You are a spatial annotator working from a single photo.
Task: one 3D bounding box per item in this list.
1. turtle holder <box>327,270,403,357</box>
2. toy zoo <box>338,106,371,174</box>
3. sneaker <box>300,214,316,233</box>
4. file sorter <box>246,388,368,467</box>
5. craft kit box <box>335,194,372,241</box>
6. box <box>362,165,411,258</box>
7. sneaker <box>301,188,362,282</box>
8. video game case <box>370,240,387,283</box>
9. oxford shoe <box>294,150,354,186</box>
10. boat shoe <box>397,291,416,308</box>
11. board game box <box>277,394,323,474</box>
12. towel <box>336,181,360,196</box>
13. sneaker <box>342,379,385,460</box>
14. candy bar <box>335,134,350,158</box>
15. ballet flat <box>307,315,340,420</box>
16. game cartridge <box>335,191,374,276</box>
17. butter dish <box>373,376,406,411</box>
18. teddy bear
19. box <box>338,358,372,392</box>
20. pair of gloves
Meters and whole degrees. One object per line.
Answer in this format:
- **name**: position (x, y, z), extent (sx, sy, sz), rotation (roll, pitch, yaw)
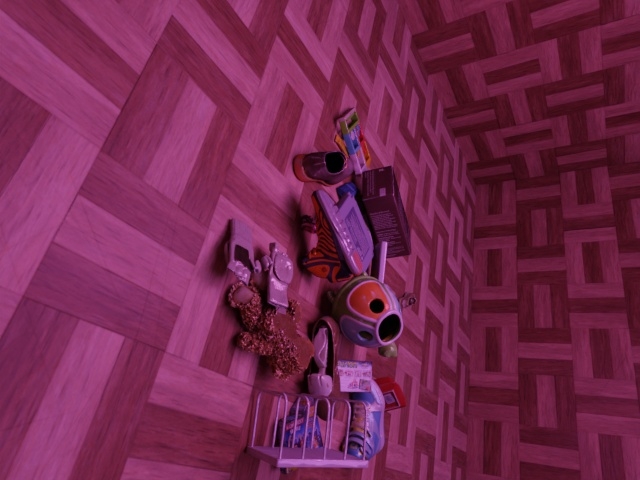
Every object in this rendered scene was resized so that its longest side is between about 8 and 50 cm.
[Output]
- **turtle holder**: position (0.175, 0.294, 1.599), extent (0.244, 0.227, 0.319), rotation (-9, 114, -32)
- **toy zoo**: position (0.158, -0.413, 1.919), extent (0.293, 0.030, 0.192), rotation (69, 27, -23)
- **sneaker**: position (-0.028, -0.060, 1.575), extent (0.119, 0.047, 0.057), rotation (25, 52, -56)
- **file sorter**: position (-0.028, 0.519, 1.226), extent (0.278, 0.193, 0.172), rotation (17, 70, -28)
- **craft kit box**: position (0.125, -0.039, 1.805), extent (0.247, 0.061, 0.249), rotation (-37, 116, -57)
- **box**: position (0.292, -0.113, 1.926), extent (0.191, 0.143, 0.381), rotation (-84, 158, -43)
- **sneaker**: position (0.000, 0.000, 1.488), extent (0.320, 0.180, 0.125), rotation (67, 20, -3)
- **video game case**: position (0.237, 0.126, 1.854), extent (0.206, 0.026, 0.226), rotation (118, -21, -83)
- **oxford shoe**: position (0.054, -0.272, 1.650), extent (0.364, 0.133, 0.129), rotation (-20, 101, -58)
- **boat shoe**: position (0.457, 0.309, 2.261), extent (0.190, 0.072, 0.068), rotation (-20, 102, -58)
- **board game box**: position (-0.068, 0.590, 1.376), extent (0.194, 0.060, 0.193), rotation (10, 74, -54)
- **towel**: position (0.116, -0.206, 1.816), extent (0.067, 0.029, 0.119), rotation (46, 35, 7)
- **sneaker**: position (0.155, 0.689, 1.661), extent (0.208, 0.127, 0.318), rotation (-15, 97, -59)
- **candy bar**: position (0.103, -0.373, 1.856), extent (0.161, 0.018, 0.040), rotation (53, 42, -41)
- **ballet flat**: position (0.007, 0.413, 1.466), extent (0.124, 0.116, 0.341), rotation (48, 43, -60)
- **game cartridge**: position (0.118, -0.014, 1.689), extent (0.294, 0.060, 0.196), rotation (66, 33, -27)
- **butter dish**: position (0.263, 0.628, 1.853), extent (0.118, 0.160, 0.160), rotation (-88, 156, -61)
- **teddy bear**: position (-0.149, 0.241, 1.285), extent (0.338, 0.113, 0.245), rotation (52, 36, -30)
- **box**: position (0.099, 0.493, 1.613), extent (0.207, 0.036, 0.113), rotation (14, 71, -33)
- **pair of gloves**: position (-0.164, 0.062, 1.238), extent (0.240, 0.042, 0.204), rotation (38, 36, -33)
